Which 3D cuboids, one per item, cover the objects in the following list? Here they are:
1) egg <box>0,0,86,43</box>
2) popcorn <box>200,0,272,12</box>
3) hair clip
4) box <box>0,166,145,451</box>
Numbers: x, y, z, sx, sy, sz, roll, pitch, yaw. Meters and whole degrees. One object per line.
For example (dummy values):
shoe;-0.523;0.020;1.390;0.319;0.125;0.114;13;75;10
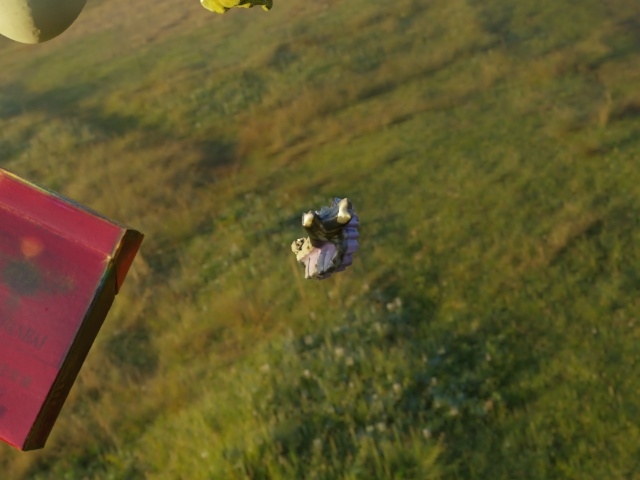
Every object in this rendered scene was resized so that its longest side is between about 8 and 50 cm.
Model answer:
egg;-0.559;-0.537;2.175;0.283;0.345;0.283;-7;37;5
popcorn;-0.122;-0.396;1.635;0.173;0.173;0.142;-5;-2;32
hair clip;0.000;0.000;1.628;0.084;0.106;0.292;-2;-10;-9
box;-0.388;0.088;1.503;0.197;0.313;0.089;25;-3;8
